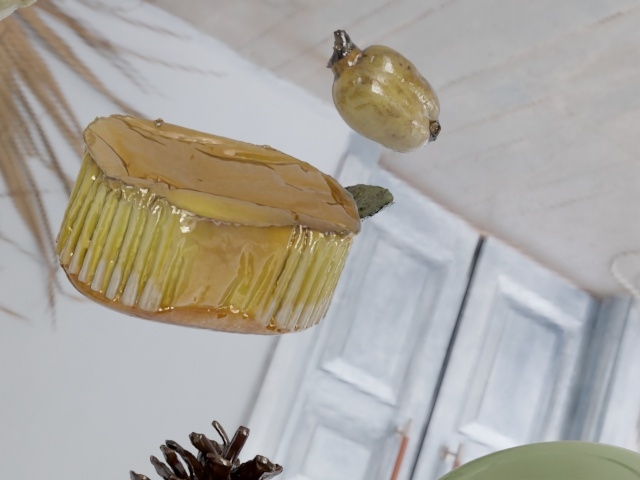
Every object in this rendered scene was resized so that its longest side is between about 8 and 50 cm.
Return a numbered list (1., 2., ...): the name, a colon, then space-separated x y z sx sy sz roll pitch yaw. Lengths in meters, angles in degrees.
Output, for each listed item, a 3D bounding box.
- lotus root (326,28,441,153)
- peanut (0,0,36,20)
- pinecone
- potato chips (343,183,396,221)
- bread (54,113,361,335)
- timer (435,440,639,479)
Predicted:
1. lotus root: 0.083 -0.213 1.718 0.221 0.125 0.118 37 144 -23
2. peanut: -0.438 -0.288 1.295 0.318 0.148 0.147 -3 151 31
3. pinecone: -0.085 0.220 0.908 0.162 0.165 0.163 14 169 3
4. potato chips: -0.003 -0.003 1.528 0.029 0.220 0.202 53 -173 -23
5. bread: -0.115 -0.003 1.173 0.288 0.156 0.204 8 -153 -31
6. timer: 0.244 0.406 1.192 0.290 0.290 0.315 2 114 42
